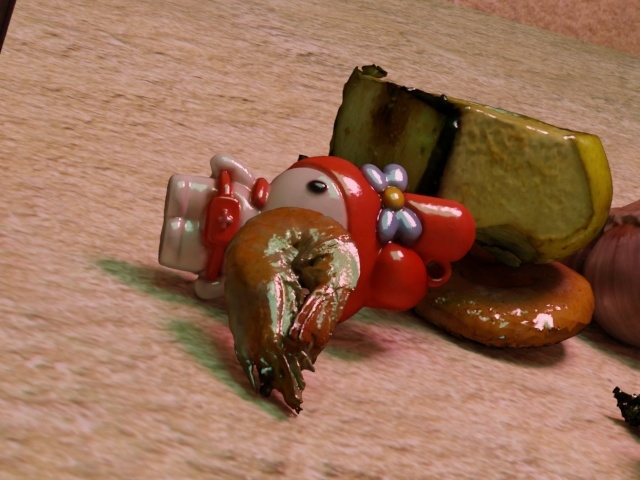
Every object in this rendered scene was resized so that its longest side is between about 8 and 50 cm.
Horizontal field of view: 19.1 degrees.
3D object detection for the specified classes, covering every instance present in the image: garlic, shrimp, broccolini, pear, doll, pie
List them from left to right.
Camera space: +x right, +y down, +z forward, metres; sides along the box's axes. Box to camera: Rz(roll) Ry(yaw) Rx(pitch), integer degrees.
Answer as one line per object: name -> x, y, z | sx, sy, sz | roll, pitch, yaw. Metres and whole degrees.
shrimp -> -0.023, 0.049, 1.593 | 0.115, 0.051, 0.217 | -12, 47, 9
doll -> 0.000, 0.000, 1.740 | 0.290, 0.161, 0.130 | 8, -12, -11
pear -> 0.159, -0.066, 1.944 | 0.255, 0.164, 0.238 | 11, 9, -30
pie -> 0.163, 0.041, 1.983 | 0.273, 0.069, 0.273 | 14, 14, -4
garlic -> 0.353, 0.041, 2.075 | 0.191, 0.214, 0.160 | 61, 24, -21
broccolini -> 0.414, 0.168, 1.870 | 0.271, 0.062, 0.123 | 7, 11, -42

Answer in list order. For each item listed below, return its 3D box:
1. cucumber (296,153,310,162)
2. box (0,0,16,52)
cucumber -> -0.007, -0.023, 1.908 | 0.062, 0.115, 0.116 | 14, 9, -25
box -> -0.402, -0.245, 1.853 | 0.188, 0.252, 0.153 | 11, 20, -35
